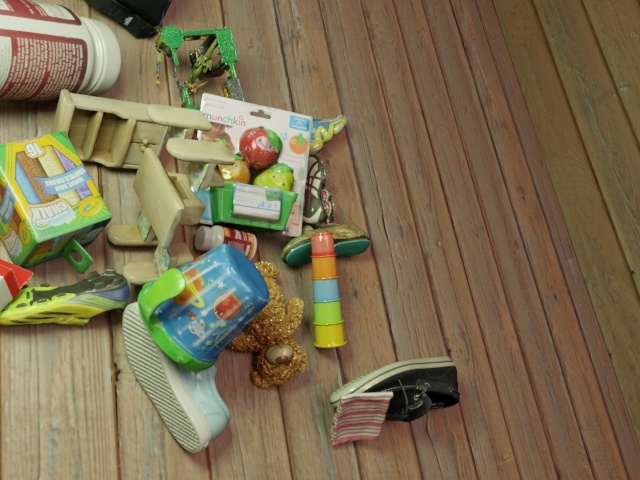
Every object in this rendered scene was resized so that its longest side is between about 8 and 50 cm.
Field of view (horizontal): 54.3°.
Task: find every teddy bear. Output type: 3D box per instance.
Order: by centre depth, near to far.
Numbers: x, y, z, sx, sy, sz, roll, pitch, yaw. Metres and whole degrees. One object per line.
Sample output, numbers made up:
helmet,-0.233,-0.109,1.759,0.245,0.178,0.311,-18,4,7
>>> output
teddy bear,-0.143,0.210,1.641,0.245,0.113,0.338,12,61,-33

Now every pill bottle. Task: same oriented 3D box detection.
pill bottle,-0.667,-0.431,1.419,0.392,0.224,0.224,-19,80,-59
pill bottle,-0.254,0.008,1.670,0.152,0.086,0.086,13,60,-35

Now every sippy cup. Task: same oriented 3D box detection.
sippy cup,-0.243,0.133,1.391,0.240,0.224,0.305,51,9,-10

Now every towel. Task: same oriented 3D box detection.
towel,0.106,0.469,1.643,0.144,0.197,0.029,-2,39,-16

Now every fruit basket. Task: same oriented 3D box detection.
fruit basket,-0.182,-0.202,1.708,0.327,0.165,0.353,9,89,-22

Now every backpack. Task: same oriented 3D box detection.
backpack,-0.537,-0.743,1.717,0.263,0.276,0.213,10,57,-28

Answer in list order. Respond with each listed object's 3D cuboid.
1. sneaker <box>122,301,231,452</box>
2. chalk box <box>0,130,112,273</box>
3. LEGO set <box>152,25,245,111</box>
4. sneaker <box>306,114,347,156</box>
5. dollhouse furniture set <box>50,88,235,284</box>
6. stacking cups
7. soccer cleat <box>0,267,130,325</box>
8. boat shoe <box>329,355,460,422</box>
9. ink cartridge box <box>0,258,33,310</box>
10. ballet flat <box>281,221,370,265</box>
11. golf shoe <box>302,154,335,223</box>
sneaker,-0.327,0.296,1.444,0.150,0.135,0.366,-29,96,-53
chalk box,-0.593,-0.058,1.358,0.179,0.180,0.289,-26,84,-44
LEGO set,-0.352,-0.455,1.799,0.255,0.192,0.331,-25,99,-26
sneaker,-0.006,-0.383,2.076,0.126,0.091,0.240,47,47,-9
dollhouse furniture set,-0.437,-0.155,1.433,0.256,0.362,0.394,0,42,-39
stacking cups,0.023,0.135,1.747,0.096,0.096,0.316,-4,94,-41
soccer cleat,-0.555,0.147,1.347,0.289,0.121,0.093,-13,33,-31
boat shoe,0.236,0.439,1.789,0.500,0.187,0.156,4,60,-44
ink cartridge box,-0.696,0.102,1.221,0.134,0.078,0.231,20,49,10
ballet flat,0.000,0.000,1.880,0.348,0.123,0.123,-7,73,-41
golf shoe,-0.035,-0.164,1.927,0.120,0.105,0.273,-8,48,-6
